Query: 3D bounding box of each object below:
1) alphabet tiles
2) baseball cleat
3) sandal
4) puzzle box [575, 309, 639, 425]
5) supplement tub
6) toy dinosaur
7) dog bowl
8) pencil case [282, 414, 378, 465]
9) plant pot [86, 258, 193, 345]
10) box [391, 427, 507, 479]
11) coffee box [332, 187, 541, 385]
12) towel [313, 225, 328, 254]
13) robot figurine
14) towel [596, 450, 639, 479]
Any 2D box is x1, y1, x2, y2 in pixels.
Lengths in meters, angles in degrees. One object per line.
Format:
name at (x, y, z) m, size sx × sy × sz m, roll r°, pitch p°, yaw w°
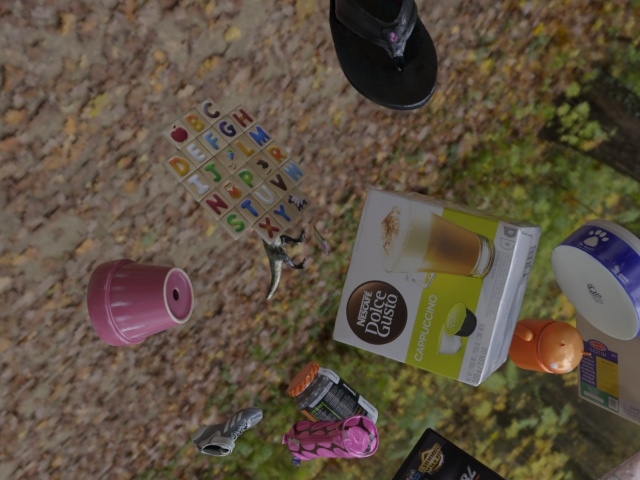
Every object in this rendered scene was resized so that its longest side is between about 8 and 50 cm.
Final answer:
alphabet tiles at (-0.183, -0.160, 1.911) m, size 0.285 × 0.342 × 0.011 m, roll -45°, pitch -178°, yaw -40°
baseball cleat at (-0.228, 0.502, 2.220) m, size 0.206 × 0.109 × 0.072 m, roll -19°, pitch 127°, yaw -25°
sandal at (0.082, -0.434, 1.499) m, size 0.168 × 0.445 × 0.107 m, roll -17°, pitch 166°, yaw 0°
puzzle box at (0.774, 0.309, 2.099) m, size 0.052 × 0.409 × 0.272 m, roll -9°, pitch 101°, yaw -20°
supplement tub at (0.025, 0.364, 1.913) m, size 0.117 × 0.190 × 0.117 m, roll -46°, pitch -173°, yaw 8°
toy dinosaur at (-0.097, 0.027, 2.216) m, size 0.064 × 0.118 × 0.268 m, roll -75°, pitch 161°, yaw -65°
dog bowl at (0.645, 0.088, 1.913) m, size 0.104 × 0.265 × 0.265 m, roll -35°, pitch 158°, yaw -14°
pencil case at (0.018, 0.395, 1.705) m, size 0.209 × 0.098 × 0.095 m, roll -23°, pitch -129°, yaw 50°
plant pot at (-0.398, 0.135, 1.948) m, size 0.201 × 0.180 × 0.201 m, roll -8°, pitch 90°, yaw -70°
box at (0.338, 0.719, 2.358) m, size 0.295 × 0.293 × 0.073 m, roll -52°, pitch 152°, yaw -11°
coffee box at (0.262, 0.086, 1.883) m, size 0.338 × 0.334 × 0.337 m, roll -5°, pitch 110°, yaw -68°
towel at (0.000, 0.000, 2.278) m, size 0.009 × 0.060 × 0.083 m, roll -32°, pitch 153°, yaw -12°
robot figurine at (0.536, 0.253, 2.057) m, size 0.128 × 0.158 × 0.219 m, roll -32°, pitch -166°, yaw -26°
towel at (0.695, 0.548, 1.619) m, size 0.317 × 0.332 × 0.053 m, roll -29°, pitch 164°, yaw -10°
